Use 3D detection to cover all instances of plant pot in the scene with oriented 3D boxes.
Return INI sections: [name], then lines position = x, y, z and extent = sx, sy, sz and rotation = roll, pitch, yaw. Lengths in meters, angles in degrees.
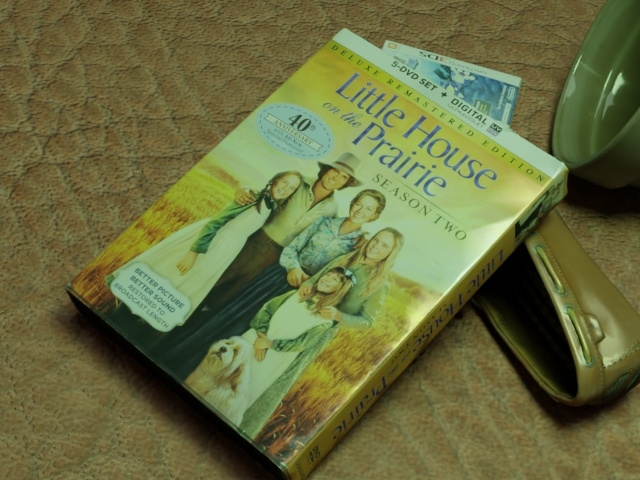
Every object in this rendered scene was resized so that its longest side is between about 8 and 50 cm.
[plant pot]
position = 0.478, -0.169, 1.532
extent = 0.280, 0.323, 0.323
rotation = 26, 43, -10

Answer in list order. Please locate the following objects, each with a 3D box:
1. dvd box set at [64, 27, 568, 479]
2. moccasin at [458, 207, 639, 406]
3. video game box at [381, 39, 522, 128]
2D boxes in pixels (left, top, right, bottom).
[dvd box set]
position = 0.000, 0.000, 1.287
extent = 0.308, 0.062, 0.420
rotation = 37, 70, 25
[moccasin]
position = 0.185, 0.025, 1.368
extent = 0.147, 0.139, 0.380
rotation = -13, 58, -36
[video game box]
position = 0.144, -0.157, 1.599
extent = 0.187, 0.048, 0.205
rotation = 15, 43, 6
